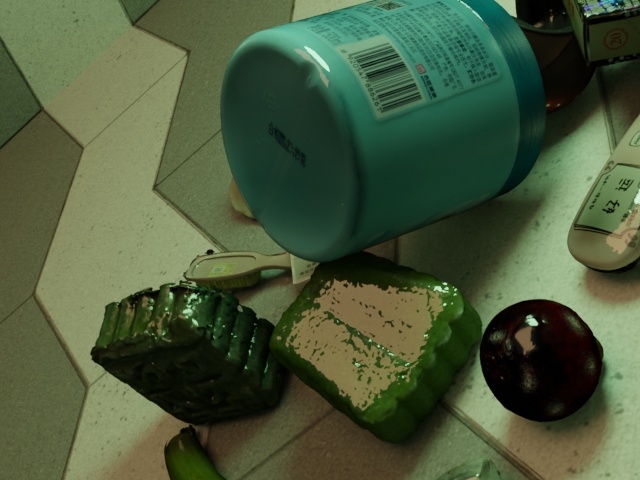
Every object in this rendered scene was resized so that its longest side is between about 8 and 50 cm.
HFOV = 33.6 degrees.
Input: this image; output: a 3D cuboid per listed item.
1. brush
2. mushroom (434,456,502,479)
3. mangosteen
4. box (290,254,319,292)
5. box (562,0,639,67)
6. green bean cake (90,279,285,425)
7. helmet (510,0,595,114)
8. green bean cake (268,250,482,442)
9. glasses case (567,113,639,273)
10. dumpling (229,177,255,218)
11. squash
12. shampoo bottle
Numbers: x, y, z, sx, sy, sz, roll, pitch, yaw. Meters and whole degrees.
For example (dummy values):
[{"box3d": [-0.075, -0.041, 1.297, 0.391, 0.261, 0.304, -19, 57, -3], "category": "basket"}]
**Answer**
[{"box3d": [-0.104, 0.052, 1.879, 0.313, 0.067, 0.072, -7, 43, 32], "category": "brush"}, {"box3d": [0.122, 0.324, 1.283, 0.223, 0.081, 0.092, -25, 57, 35], "category": "mushroom"}, {"box3d": [0.268, 0.139, 1.262, 0.152, 0.152, 0.152, -31, 36, 25], "category": "mangosteen"}, {"box3d": [-0.001, 0.000, 1.796, 0.109, 0.029, 0.198, -21, 37, 10], "category": "box"}, {"box3d": [0.494, -0.347, 1.439, 0.310, 0.084, 0.198, -10, 41, 7], "category": "box"}, {"box3d": [-0.203, 0.177, 1.669, 0.241, 0.255, 0.132, -15, 47, 35], "category": "green bean cake"}, {"box3d": [0.318, -0.285, 1.595, 0.216, 0.193, 0.189, -16, 24, 41], "category": "helmet"}, {"box3d": [0.071, 0.131, 1.458, 0.248, 0.125, 0.222, 30, 81, 34], "category": "green bean cake"}, {"box3d": [0.430, -0.090, 1.361, 0.314, 0.075, 0.122, -54, 32, -11], "category": "glasses case"}, {"box3d": [-0.081, -0.148, 1.998, 0.175, 0.243, 0.227, -9, 54, -11], "category": "dumpling"}, {"box3d": [-0.179, 0.368, 1.605, 0.080, 0.071, 0.318, -12, 20, -22], "category": "squash"}, {"box3d": [0.081, -0.169, 1.497, 0.342, 0.331, 0.331, -21, 17, -33], "category": "shampoo bottle"}]
